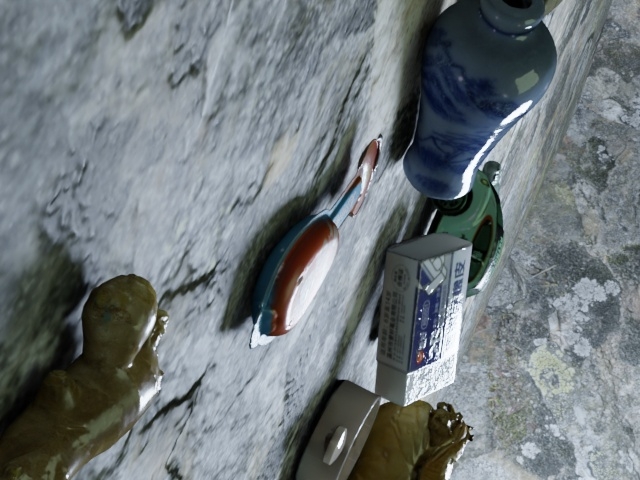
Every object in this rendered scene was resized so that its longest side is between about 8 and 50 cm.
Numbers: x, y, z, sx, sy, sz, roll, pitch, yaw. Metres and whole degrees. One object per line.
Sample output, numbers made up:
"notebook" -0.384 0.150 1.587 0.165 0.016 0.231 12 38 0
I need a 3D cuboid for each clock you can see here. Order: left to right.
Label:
"clock" 0.020 0.262 1.308 0.156 0.063 0.229 -64 166 -3

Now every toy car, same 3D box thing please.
"toy car" 0.191 0.037 1.470 0.136 0.125 0.306 35 77 -76

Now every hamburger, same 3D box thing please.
"hamburger" 0.103 0.358 1.501 0.319 0.158 0.318 -61 180 -1

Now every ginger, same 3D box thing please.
"ginger" -0.141 0.127 0.524 0.176 0.052 0.193 -55 163 -58

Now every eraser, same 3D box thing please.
"eraser" 0.136 0.104 1.335 0.124 0.068 0.210 -16 117 -46

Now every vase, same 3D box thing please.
"vase" 0.293 -0.055 1.832 0.060 0.060 0.211 -51 158 -48

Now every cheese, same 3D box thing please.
"cheese" 0.000 0.000 0.879 0.256 0.037 0.106 -53 162 -42

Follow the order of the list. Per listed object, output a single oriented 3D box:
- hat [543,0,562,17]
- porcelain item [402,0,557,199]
"hat" 0.272 -0.308 1.259 0.173 0.144 0.166 25 90 -53
"porcelain item" 0.164 -0.158 1.069 0.141 0.141 0.259 -56 169 -38
